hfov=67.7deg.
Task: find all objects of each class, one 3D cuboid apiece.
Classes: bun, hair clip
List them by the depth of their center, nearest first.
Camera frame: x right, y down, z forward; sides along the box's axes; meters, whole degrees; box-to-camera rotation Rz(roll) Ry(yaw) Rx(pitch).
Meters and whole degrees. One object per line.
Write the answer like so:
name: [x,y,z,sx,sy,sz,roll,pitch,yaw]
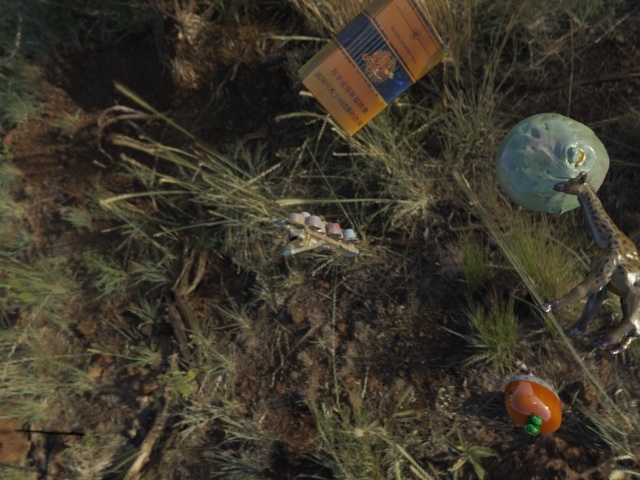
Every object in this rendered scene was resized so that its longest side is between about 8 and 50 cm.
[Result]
hair clip: [-0.001,-0.007,0.625,0.062,0.214,0.056,-10,83,25]
bun: [0.604,-0.214,1.232,0.283,0.179,0.283,-1,74,4]

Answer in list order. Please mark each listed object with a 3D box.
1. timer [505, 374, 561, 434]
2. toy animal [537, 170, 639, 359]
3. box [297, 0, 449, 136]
timer: [0.462,0.369,1.042,0.136,0.136,0.099,59,145,30]
toy animal: [0.403,0.029,0.687,0.149,0.054,0.275,9,74,23]
box: [0.096,-0.325,0.873,0.237,0.152,0.070,-40,36,15]
